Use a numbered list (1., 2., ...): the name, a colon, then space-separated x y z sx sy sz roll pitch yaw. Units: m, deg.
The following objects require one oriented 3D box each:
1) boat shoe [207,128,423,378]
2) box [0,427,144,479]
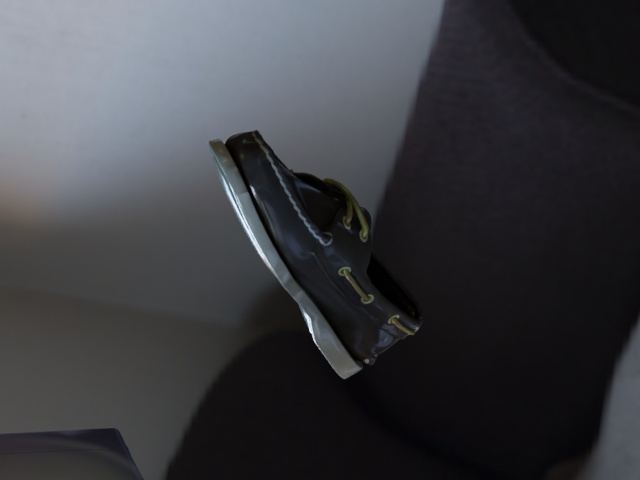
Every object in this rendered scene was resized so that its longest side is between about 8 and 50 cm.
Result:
1. boat shoe: 0.000 0.000 1.027 0.081 0.069 0.228 65 -176 39
2. box: -0.219 0.259 0.931 0.294 0.296 0.182 50 132 50
